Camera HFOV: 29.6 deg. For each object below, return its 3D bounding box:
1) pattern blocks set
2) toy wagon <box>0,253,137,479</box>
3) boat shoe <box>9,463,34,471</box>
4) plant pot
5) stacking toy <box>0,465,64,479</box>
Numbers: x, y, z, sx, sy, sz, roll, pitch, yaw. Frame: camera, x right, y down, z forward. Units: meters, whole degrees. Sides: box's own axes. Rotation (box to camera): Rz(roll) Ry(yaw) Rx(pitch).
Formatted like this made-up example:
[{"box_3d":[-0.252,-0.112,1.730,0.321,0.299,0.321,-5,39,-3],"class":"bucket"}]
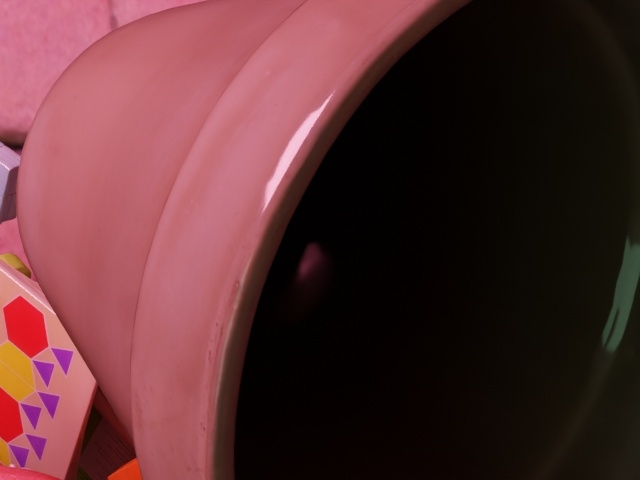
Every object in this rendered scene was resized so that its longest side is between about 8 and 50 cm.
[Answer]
[{"box_3d":[-0.210,0.102,0.831,0.285,0.026,0.325,42,125,16],"class":"pattern blocks set"},{"box_3d":[-0.194,0.183,0.910,0.267,0.068,0.344,44,126,15],"class":"toy wagon"},{"box_3d":[-0.213,0.189,0.802,0.084,0.095,0.258,-33,93,7],"class":"boat shoe"},{"box_3d":[0.000,0.000,0.592,0.280,0.323,0.323,25,119,45],"class":"plant pot"},{"box_3d":[-0.239,0.198,0.643,0.480,0.350,0.351,40,124,16],"class":"stacking toy"}]
